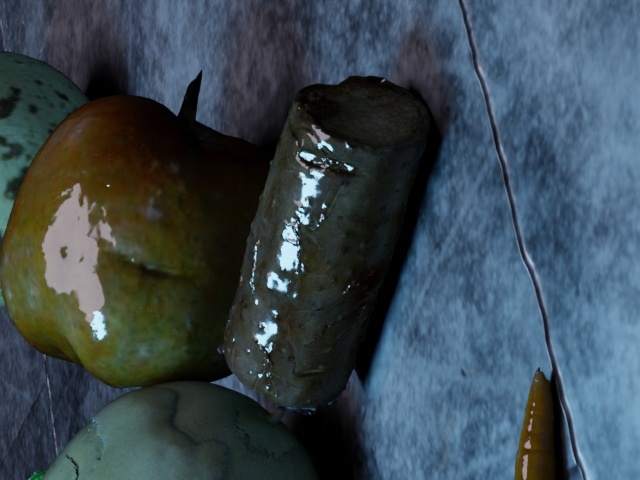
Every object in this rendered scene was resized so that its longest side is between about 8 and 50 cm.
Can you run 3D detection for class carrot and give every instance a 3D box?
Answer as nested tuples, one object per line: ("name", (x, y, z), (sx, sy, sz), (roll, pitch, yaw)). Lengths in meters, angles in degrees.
("carrot", (0.148, 0.197, 1.392), (0.048, 0.048, 0.216), (180, 95, -68))

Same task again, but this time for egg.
("egg", (-0.389, -0.083, 2.403), (0.379, 0.287, 0.288), (-98, 20, -51))

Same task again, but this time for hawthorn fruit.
("hawthorn fruit", (-0.161, -0.016, 1.863), (0.268, 0.267, 0.301), (-158, 76, -67))

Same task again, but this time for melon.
("melon", (-0.129, 0.275, 1.782), (0.330, 0.268, 0.268), (-59, 32, 16))

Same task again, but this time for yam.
("yam", (-0.001, 0.001, 1.653), (0.131, 0.131, 0.280), (-116, 34, -48))

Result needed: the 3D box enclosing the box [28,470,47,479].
("box", (-0.287, 0.407, 2.385), (0.250, 0.103, 0.180), (-124, 40, -55))
